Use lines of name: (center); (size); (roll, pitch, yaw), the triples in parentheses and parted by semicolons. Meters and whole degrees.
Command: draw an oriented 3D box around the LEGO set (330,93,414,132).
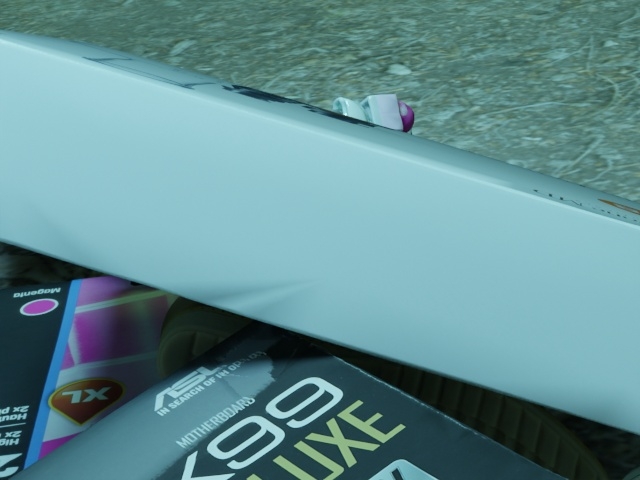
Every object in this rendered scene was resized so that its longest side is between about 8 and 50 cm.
LEGO set: (0.000, 0.000, 1.234); (0.107, 0.132, 0.287); (4, -11, -23)

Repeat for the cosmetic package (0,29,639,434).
cosmetic package: (0.011, -0.012, 0.951); (0.377, 0.097, 0.284); (17, 8, 4)

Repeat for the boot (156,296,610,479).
boot: (0.041, 0.080, 1.003); (0.248, 0.090, 0.207); (23, 9, 7)

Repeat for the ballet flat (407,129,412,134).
ballet flat: (0.028, -0.048, 1.394); (0.072, 0.068, 0.213); (-3, 21, 11)

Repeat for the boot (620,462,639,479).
boot: (0.219, 0.157, 0.764); (0.244, 0.088, 0.176); (5, 25, 21)

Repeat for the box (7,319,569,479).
box: (-0.070, 0.167, 0.740); (0.307, 0.076, 0.242); (-32, 30, -21)

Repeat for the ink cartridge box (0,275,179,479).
ink cartridge box: (-0.142, 0.114, 1.033); (0.176, 0.069, 0.371); (-7, 23, 0)
